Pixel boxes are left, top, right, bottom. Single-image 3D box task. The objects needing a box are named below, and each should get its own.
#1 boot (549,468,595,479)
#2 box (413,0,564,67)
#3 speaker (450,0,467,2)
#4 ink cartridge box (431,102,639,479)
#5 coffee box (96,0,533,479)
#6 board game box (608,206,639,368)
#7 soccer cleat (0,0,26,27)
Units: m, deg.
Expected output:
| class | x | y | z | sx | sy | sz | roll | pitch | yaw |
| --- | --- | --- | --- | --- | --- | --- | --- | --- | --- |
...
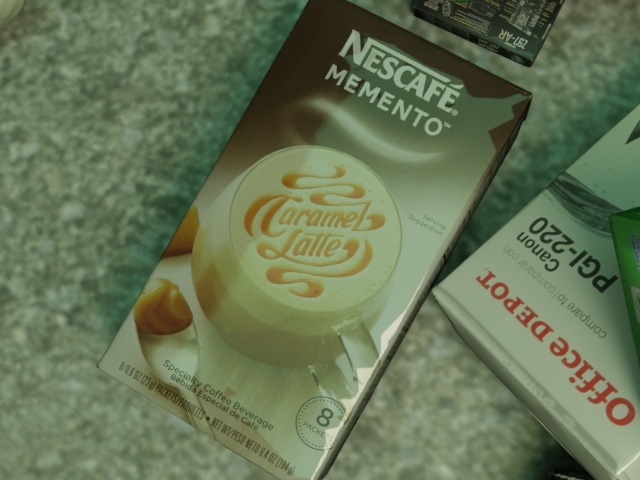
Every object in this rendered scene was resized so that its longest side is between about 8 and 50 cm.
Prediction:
| class | x | y | z | sx | sy | sz | roll | pitch | yaw |
| --- | --- | --- | --- | --- | --- | --- | --- | --- | --- |
| boot | 0.254 | 0.110 | 0.567 | 0.236 | 0.085 | 0.179 | 11 | 75 | 17 |
| box | 0.110 | -0.156 | 0.640 | 0.083 | 0.018 | 0.067 | 26 | 87 | 9 |
| speaker | 0.187 | -0.198 | 0.566 | 0.296 | 0.131 | 0.131 | -2 | 83 | -2 |
| ink cartridge box | 0.193 | 0.019 | 0.540 | 0.218 | 0.092 | 0.158 | -43 | 45 | 1 |
| coffee box | 0.000 | 0.000 | 0.593 | 0.141 | 0.098 | 0.246 | 29 | 88 | 9 |
| board game box | 0.265 | 0.115 | 0.449 | 0.213 | 0.046 | 0.317 | -14 | 98 | -4 |
| soccer cleat | -0.270 | -0.113 | 0.658 | 0.196 | 0.068 | 0.076 | -21 | 87 | 11 |
